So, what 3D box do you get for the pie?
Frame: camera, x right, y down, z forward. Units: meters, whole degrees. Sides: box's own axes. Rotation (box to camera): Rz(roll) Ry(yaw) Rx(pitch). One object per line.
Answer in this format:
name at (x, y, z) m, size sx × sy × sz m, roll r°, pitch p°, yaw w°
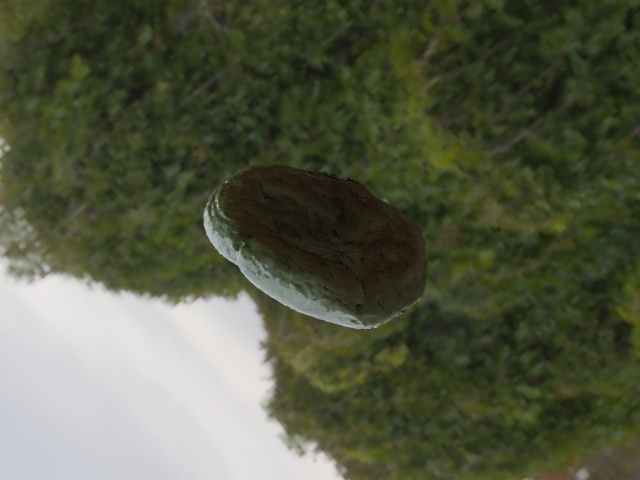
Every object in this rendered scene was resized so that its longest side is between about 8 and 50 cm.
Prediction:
pie at (0.000, 0.000, 1.317) m, size 0.240 × 0.054 × 0.240 m, roll 19°, pitch -151°, yaw -11°
